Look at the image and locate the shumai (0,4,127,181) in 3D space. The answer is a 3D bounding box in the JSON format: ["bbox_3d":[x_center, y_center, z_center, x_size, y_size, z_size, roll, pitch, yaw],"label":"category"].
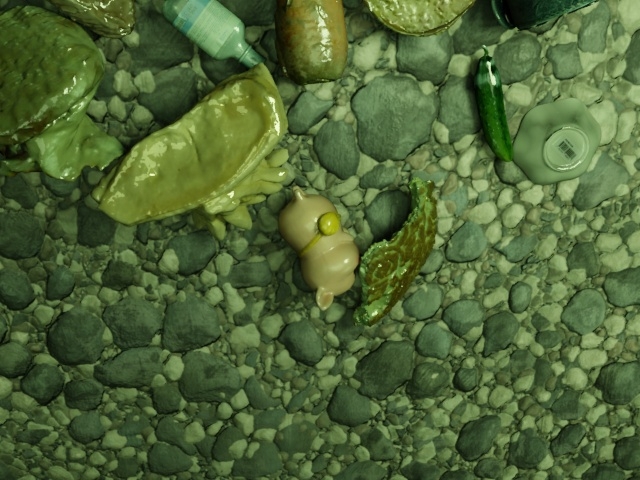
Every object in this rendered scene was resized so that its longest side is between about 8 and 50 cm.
[{"bbox_3d":[-0.534,-0.252,1.195,0.330,0.288,0.292,26,80,18],"label":"shumai"}]

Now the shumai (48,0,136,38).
[{"bbox_3d":[-0.404,-0.474,1.115,0.206,0.166,0.175,24,101,-37],"label":"shumai"}]

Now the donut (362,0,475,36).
[{"bbox_3d":[0.190,-0.512,1.144,0.272,0.107,0.272,1,113,3],"label":"donut"}]

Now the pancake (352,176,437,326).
[{"bbox_3d":[0.150,0.035,1.349,0.197,0.054,0.376,6,114,-46],"label":"pancake"}]

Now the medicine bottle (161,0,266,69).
[{"bbox_3d":[-0.197,-0.399,1.200,0.208,0.053,0.090,37,105,-16],"label":"medicine bottle"}]

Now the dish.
[{"bbox_3d":[0.497,-0.195,1.294,0.191,0.066,0.190,0,112,-1],"label":"dish"}]

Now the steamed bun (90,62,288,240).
[{"bbox_3d":[-0.212,-0.136,1.260,0.428,0.189,0.247,-36,86,12],"label":"steamed bun"}]

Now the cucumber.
[{"bbox_3d":[0.346,-0.270,1.268,0.056,0.056,0.250,-16,113,5],"label":"cucumber"}]

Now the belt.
[{"bbox_3d":[0.434,-0.465,1.109,0.268,0.206,0.116,-23,108,15],"label":"belt"}]

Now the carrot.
[{"bbox_3d":[-0.020,-0.439,1.149,0.139,0.138,0.301,-3,107,0],"label":"carrot"}]

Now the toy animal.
[{"bbox_3d":[-0.001,0.001,1.314,0.149,0.165,0.248,-16,105,10],"label":"toy animal"}]
